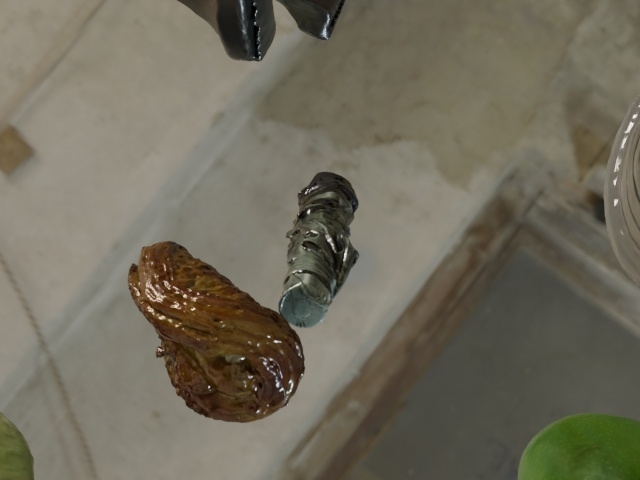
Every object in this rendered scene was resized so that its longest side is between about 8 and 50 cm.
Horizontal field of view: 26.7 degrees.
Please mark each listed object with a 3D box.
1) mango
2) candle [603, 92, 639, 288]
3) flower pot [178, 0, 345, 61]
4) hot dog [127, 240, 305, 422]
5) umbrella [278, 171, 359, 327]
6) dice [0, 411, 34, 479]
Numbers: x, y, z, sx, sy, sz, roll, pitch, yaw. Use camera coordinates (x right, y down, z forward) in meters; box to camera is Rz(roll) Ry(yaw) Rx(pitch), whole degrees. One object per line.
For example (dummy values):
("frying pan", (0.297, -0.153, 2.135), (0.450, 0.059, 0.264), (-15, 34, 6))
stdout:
("mango", (0.289, 0.308, 1.253), (0.201, 0.225, 0.382), (10, -152, -25))
("candle", (0.335, -0.030, 0.948), (0.342, 0.221, 0.221), (20, -177, -37))
("flower pot", (-0.090, -0.304, 0.786), (0.251, 0.379, 0.379), (16, 166, 10))
("hot dog", (-0.072, 0.054, 0.828), (0.147, 0.065, 0.099), (32, 150, 43))
("umbrella", (0.000, 0.000, 0.920), (0.046, 0.050, 0.188), (38, -158, -9))
("dice", (-0.402, 0.271, 1.150), (0.254, 0.250, 0.252), (18, -153, -24))
